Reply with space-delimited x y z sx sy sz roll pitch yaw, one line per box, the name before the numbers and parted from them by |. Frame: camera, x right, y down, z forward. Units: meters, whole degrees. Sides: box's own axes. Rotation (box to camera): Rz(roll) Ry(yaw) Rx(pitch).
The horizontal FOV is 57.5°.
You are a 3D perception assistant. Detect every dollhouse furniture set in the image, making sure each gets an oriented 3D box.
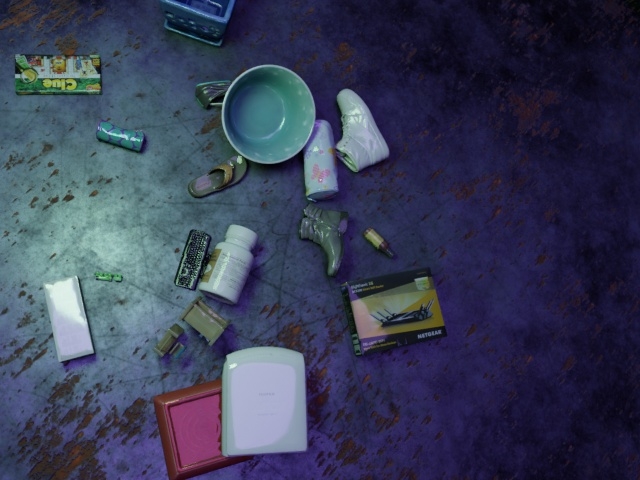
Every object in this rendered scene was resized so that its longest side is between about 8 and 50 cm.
dollhouse furniture set | -0.387 0.286 1.778 0.129 0.129 0.184 39 95 -2

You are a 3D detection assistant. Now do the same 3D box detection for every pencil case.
pencil case | -0.645 -0.340 1.888 0.151 0.064 0.070 16 89 -10
pencil case | -0.008 -0.274 1.997 0.124 0.113 0.273 -12 77 16

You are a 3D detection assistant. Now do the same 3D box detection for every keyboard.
keyboard | -0.394 0.060 1.862 0.100 0.038 0.192 16 74 -9

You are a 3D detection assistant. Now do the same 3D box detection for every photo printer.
photo printer | -0.164 0.470 1.729 0.256 0.107 0.307 2 75 -12

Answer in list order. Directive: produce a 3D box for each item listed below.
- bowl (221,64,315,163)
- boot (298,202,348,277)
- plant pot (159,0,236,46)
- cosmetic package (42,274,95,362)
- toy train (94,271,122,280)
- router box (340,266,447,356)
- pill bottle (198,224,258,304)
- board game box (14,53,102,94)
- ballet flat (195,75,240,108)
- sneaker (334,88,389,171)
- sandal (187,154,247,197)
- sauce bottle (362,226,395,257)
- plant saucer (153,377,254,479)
bowl | -0.187 -0.420 1.933 0.311 0.163 0.311 -6 107 -18
boot | 0.000 0.000 1.959 0.161 0.083 0.246 9 69 -4
plant pot | -0.406 -0.812 1.987 0.236 0.212 0.236 17 73 -10
cosmetic package | -0.741 0.231 1.724 0.099 0.060 0.239 -13 79 -18
toy train | -0.653 0.112 1.798 0.083 0.017 0.024 6 86 -12
router box | 0.243 0.235 1.947 0.309 0.081 0.243 -10 79 -16
pill bottle | -0.282 0.074 1.836 0.131 0.131 0.229 23 72 -7
board game box | -0.855 -0.542 1.909 0.259 0.030 0.136 -5 80 -14
ballet flat | -0.288 -0.517 2.011 0.280 0.095 0.096 -18 91 -7
sneaker | 0.103 -0.385 2.056 0.169 0.108 0.292 -29 86 -21
sandal | -0.337 -0.215 1.932 0.219 0.060 0.090 -27 84 -18
sauce bottle | 0.203 0.009 2.014 0.128 0.042 0.042 45 71 2
plant saucer | -0.346 0.560 1.743 0.259 0.048 0.258 -12 79 -15
